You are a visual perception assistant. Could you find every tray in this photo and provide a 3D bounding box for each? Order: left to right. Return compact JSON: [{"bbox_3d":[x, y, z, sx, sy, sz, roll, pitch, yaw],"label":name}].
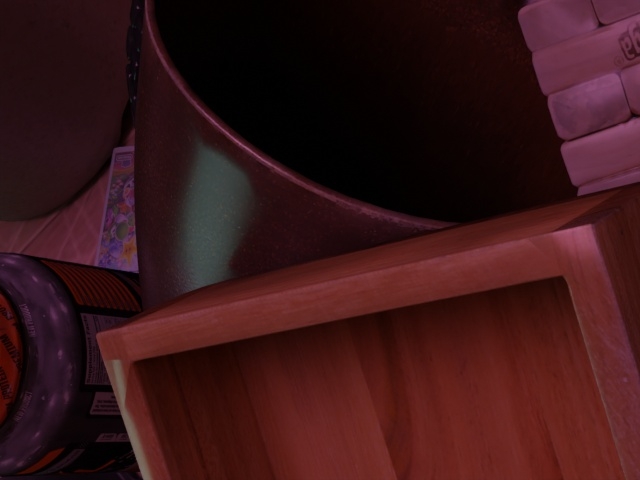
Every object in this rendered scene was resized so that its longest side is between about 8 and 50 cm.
[{"bbox_3d":[0.077,0.200,0.485,0.202,0.076,0.411,-14,97,36],"label":"tray"}]

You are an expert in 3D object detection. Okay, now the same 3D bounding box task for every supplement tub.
[{"bbox_3d":[-0.142,0.069,0.740,0.117,0.190,0.117,-5,80,31],"label":"supplement tub"}]

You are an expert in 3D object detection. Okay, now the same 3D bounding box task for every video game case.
[{"bbox_3d":[-0.109,-0.003,0.865,0.087,0.011,0.122,-2,75,39],"label":"video game case"}]

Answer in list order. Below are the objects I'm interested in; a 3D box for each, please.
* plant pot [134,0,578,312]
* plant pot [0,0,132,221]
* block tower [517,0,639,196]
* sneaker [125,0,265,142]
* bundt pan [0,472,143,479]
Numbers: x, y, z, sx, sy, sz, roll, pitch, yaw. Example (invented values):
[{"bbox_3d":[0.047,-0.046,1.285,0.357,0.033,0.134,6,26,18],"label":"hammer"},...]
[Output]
[{"bbox_3d":[0.000,0.000,0.647,0.215,0.215,0.230,59,143,35],"label":"plant pot"},{"bbox_3d":[-0.286,-0.156,0.866,0.333,0.305,0.334,-13,68,37],"label":"plant pot"},{"bbox_3d":[0.156,-0.007,0.502,0.091,0.097,0.336,-18,92,34],"label":"block tower"},{"bbox_3d":[-0.006,-0.142,0.748,0.134,0.146,0.344,54,128,49],"label":"sneaker"},{"bbox_3d":[-0.178,0.281,0.758,0.330,0.124,0.331,-14,67,37],"label":"bundt pan"}]
